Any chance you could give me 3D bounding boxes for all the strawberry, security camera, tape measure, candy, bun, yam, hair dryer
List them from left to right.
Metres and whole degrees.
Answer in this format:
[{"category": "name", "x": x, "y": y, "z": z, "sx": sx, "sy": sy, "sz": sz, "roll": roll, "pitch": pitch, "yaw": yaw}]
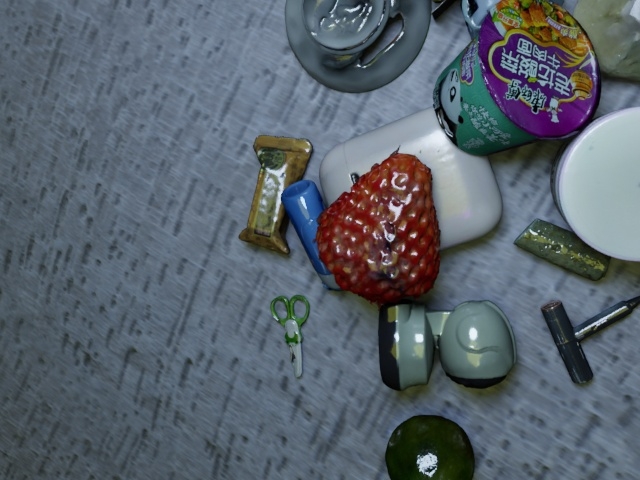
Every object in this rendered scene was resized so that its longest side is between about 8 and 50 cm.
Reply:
[{"category": "candy", "x": -0.110, "y": -0.112, "z": 1.290, "sx": 0.143, "sy": 0.101, "sz": 0.271, "roll": 13, "pitch": 97, "yaw": 8}, {"category": "strawberry", "x": 0.131, "y": 0.004, "z": 1.047, "sx": 0.253, "sy": 0.150, "sz": 0.280, "roll": 44, "pitch": 115, "yaw": -7}, {"category": "security camera", "x": 0.267, "y": 0.219, "z": 1.173, "sx": 0.277, "sy": 0.197, "sz": 0.191, "roll": -3, "pitch": 86, "yaw": 11}, {"category": "tape measure", "x": 0.353, "y": -0.441, "z": 1.025, "sx": 0.182, "sy": 0.181, "sz": 0.107, "roll": -17, "pitch": 80, "yaw": 22}, {"category": "yam", "x": 0.487, "y": 0.015, "z": 1.114, "sx": 0.179, "sy": 0.078, "sz": 0.078, "roll": 27, "pitch": 107, "yaw": 16}, {"category": "hair dryer", "x": 0.577, "y": 0.184, "z": 1.130, "sx": 0.194, "sy": 0.050, "sz": 0.173, "roll": -22, "pitch": 94, "yaw": 18}, {"category": "bun", "x": 0.586, "y": -0.407, "z": 0.961, "sx": 0.272, "sy": 0.168, "sz": 0.273, "roll": 7, "pitch": 108, "yaw": 22}]

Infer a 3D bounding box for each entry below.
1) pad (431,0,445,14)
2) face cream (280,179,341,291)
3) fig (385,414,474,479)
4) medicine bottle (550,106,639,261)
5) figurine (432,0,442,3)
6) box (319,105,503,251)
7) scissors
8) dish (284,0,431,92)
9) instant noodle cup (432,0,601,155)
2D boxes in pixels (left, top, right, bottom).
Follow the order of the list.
[{"category": "pad", "x": 0.304, "y": -0.506, "z": 1.043, "sx": 0.235, "sy": 0.158, "sz": 0.003, "roll": -39, "pitch": 95, "yaw": 21}, {"category": "face cream", "x": 0.000, "y": 0.000, "z": 1.232, "sx": 0.083, "sy": 0.149, "sz": 0.264, "roll": -24, "pitch": 113, "yaw": 2}, {"category": "fig", "x": 0.239, "y": 0.498, "z": 1.197, "sx": 0.195, "sy": 0.245, "sz": 0.195, "roll": 3, "pitch": 112, "yaw": 7}, {"category": "medicine bottle", "x": 0.547, "y": -0.106, "z": 0.983, "sx": 0.252, "sy": 0.241, "sz": 0.253, "roll": 3, "pitch": 99, "yaw": 18}, {"category": "figurine", "x": 0.150, "y": -0.591, "z": 1.027, "sx": 0.308, "sy": 0.308, "sz": 0.143, "roll": 50, "pitch": 130, "yaw": 5}, {"category": "box", "x": 0.182, "y": -0.105, "z": 1.163, "sx": 0.349, "sy": 0.141, "sz": 0.289, "roll": -19, "pitch": 94, "yaw": 21}, {"category": "scissors", "x": -0.065, "y": 0.236, "z": 1.368, "sx": 0.101, "sy": 0.027, "sz": 0.205, "roll": -6, "pitch": 95, "yaw": 23}, {"category": "dish", "x": 0.059, "y": -0.478, "z": 1.152, "sx": 0.324, "sy": 0.124, "sz": 0.324, "roll": 3, "pitch": 100, "yaw": 19}, {"category": "instant noodle cup", "x": 0.329, "y": -0.270, "z": 0.985, "sx": 0.251, "sy": 0.190, "sz": 0.251, "roll": 3, "pitch": 81, "yaw": -19}]
